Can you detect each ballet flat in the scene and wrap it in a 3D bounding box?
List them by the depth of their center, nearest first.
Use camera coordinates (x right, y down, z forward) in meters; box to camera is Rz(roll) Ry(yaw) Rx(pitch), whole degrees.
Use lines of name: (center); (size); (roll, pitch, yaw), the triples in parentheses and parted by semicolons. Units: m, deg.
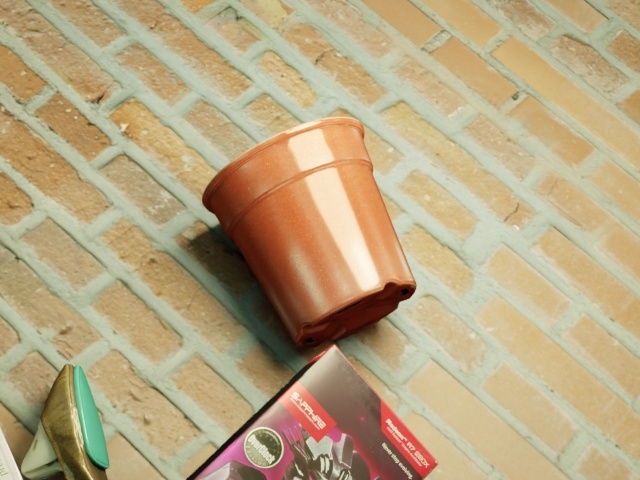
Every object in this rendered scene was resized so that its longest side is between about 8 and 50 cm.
ballet flat: (-0.334, 0.335, 1.814); (0.124, 0.116, 0.342); (-24, 69, -2)

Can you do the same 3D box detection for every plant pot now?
plant pot: (0.000, 0.000, 1.991); (0.272, 0.272, 0.265); (-20, 73, -21)

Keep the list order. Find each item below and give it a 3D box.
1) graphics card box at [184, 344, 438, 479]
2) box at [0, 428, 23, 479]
graphics card box: (-0.038, 0.346, 1.827); (0.371, 0.094, 0.233); (-41, 91, -28)
box: (-0.493, 0.239, 1.853); (0.063, 0.067, 0.324); (-21, 64, -21)
